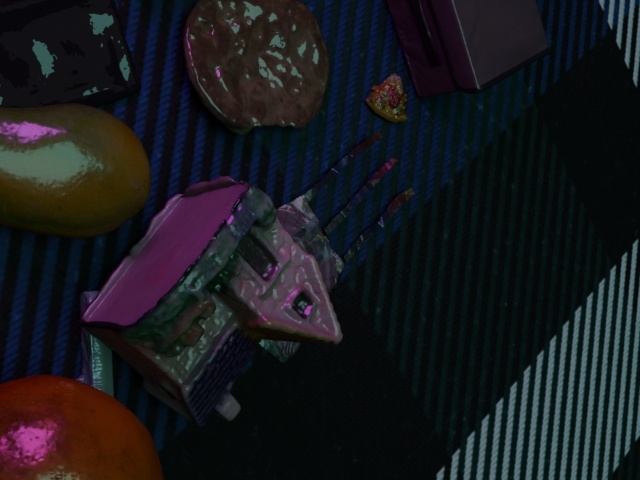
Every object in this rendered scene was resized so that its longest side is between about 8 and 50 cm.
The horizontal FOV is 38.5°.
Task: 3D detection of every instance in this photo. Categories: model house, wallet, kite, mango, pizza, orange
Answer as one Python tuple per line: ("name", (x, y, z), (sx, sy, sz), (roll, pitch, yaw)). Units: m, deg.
("model house", (-0.115, 0.089, 1.116), (0.237, 0.202, 0.237), (49, 57, -27))
("wallet", (-0.365, -0.293, 1.069), (0.247, 0.041, 0.323), (-27, 107, -31))
("kite", (-0.002, 0.000, 1.328), (0.360, 0.022, 0.204), (-42, 112, -24))
("mango", (-0.314, -0.082, 1.050), (0.251, 0.114, 0.157), (2, 103, -39))
("pizza", (0.109, -0.224, 1.405), (0.083, 0.025, 0.078), (18, 81, -32))
("orange", (-0.304, 0.289, 0.989), (0.283, 0.226, 0.284), (-6, 101, -30))

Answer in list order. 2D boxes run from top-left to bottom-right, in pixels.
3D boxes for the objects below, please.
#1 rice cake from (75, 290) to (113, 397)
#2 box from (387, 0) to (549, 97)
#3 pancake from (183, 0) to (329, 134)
("rice cake", (-0.278, 0.152, 1.126), (0.042, 0.030, 0.180), (-2, 90, -39))
("box", (0.215, -0.368, 1.406), (0.188, 0.153, 0.252), (-31, 107, -29))
("pancake", (-0.085, -0.247, 1.262), (0.236, 0.042, 0.223), (-33, 103, -34))
